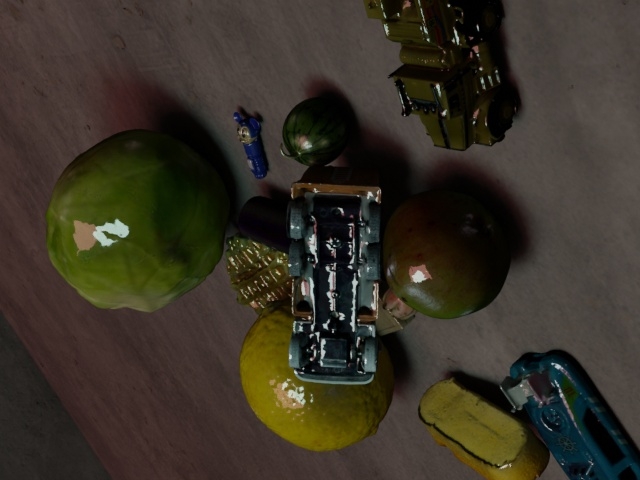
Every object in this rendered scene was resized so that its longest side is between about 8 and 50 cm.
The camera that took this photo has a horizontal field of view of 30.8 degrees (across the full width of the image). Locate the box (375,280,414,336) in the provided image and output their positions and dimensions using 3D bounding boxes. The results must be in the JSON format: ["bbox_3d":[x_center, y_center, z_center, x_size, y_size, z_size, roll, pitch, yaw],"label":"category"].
[{"bbox_3d":[0.101,0.109,1.881,0.079,0.035,0.083,53,149,-7],"label":"box"}]

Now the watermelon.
[{"bbox_3d":[-0.007,-0.150,1.655,0.109,0.109,0.109,32,146,25],"label":"watermelon"}]

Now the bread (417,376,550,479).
[{"bbox_3d":[0.250,0.303,1.801,0.094,0.102,0.245,49,167,-34],"label":"bread"}]

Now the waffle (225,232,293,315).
[{"bbox_3d":[-0.087,0.076,2.063,0.208,0.054,0.214,27,144,32],"label":"waffle"}]

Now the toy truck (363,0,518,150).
[{"bbox_3d":[0.139,-0.219,1.374,0.127,0.127,0.257,15,140,41],"label":"toy truck"}]

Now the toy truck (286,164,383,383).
[{"bbox_3d":[0.026,0.045,1.690,0.136,0.162,0.305,3,111,6],"label":"toy truck"}]

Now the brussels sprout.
[{"bbox_3d":[-0.307,-0.039,1.988,0.344,0.344,0.268,101,159,-54],"label":"brussels sprout"}]

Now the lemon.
[{"bbox_3d":[-0.007,0.221,1.942,0.267,0.267,0.267,32,146,25],"label":"lemon"}]

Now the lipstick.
[{"bbox_3d":[0.000,0.000,1.843,0.299,0.081,0.081,18,139,32],"label":"lipstick"}]

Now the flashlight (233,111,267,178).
[{"bbox_3d":[-0.110,-0.148,1.856,0.057,0.035,0.121,23,141,35],"label":"flashlight"}]

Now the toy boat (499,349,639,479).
[{"bbox_3d":[0.375,0.303,1.702,0.299,0.092,0.134,55,146,-10],"label":"toy boat"}]

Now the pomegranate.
[{"bbox_3d":[0.154,0.034,1.577,0.180,0.180,0.210,46,132,4],"label":"pomegranate"}]
